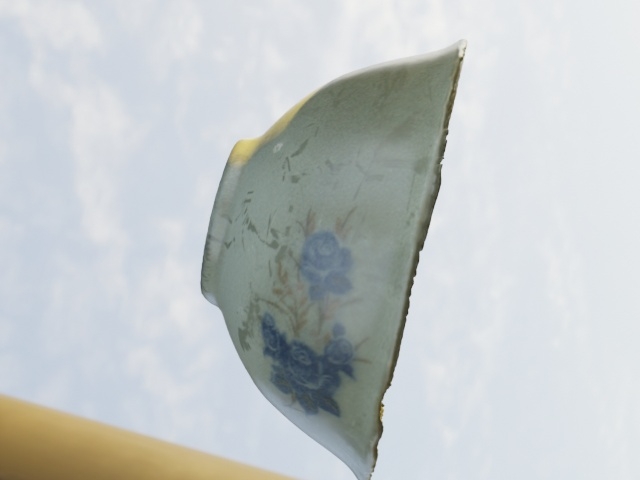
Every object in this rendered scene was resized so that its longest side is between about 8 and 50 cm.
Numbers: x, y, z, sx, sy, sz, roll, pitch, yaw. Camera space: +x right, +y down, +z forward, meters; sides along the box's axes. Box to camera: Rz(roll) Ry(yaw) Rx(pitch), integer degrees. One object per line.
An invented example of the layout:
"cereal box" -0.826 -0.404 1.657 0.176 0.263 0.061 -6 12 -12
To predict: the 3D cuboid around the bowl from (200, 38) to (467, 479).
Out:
"bowl" 0.000 0.000 1.068 0.313 0.146 0.314 13 -90 -88
